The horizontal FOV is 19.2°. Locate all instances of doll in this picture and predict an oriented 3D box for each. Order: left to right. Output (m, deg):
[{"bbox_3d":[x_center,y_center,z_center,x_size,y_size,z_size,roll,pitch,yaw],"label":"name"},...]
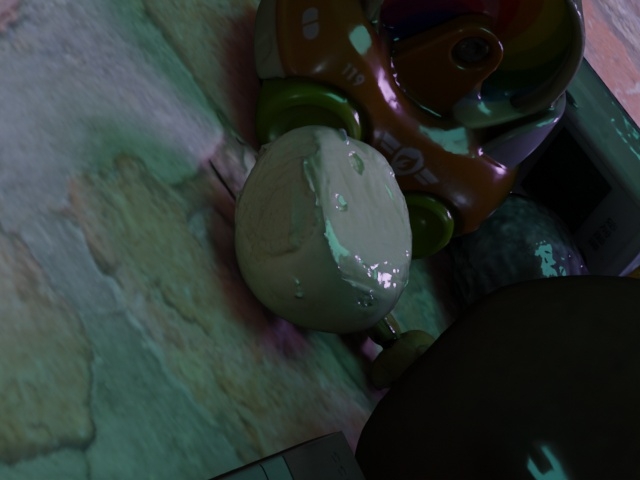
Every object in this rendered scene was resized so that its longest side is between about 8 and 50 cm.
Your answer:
[{"bbox_3d":[0.045,0.055,1.244,0.061,0.051,0.093,59,9,-82],"label":"doll"}]

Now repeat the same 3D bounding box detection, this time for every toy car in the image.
[{"bbox_3d":[0.084,-0.120,1.295,0.235,0.235,0.145,40,34,-31],"label":"toy car"}]

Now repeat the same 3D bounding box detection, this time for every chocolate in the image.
[{"bbox_3d":[0.155,0.072,1.351,0.110,0.110,0.248,30,40,-42],"label":"chocolate"}]

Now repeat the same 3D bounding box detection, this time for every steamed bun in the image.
[{"bbox_3d":[0.000,0.000,1.180,0.112,0.091,0.130,21,49,-42],"label":"steamed bun"}]

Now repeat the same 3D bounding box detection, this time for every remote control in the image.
[{"bbox_3d":[0.139,-0.124,1.418,0.050,0.145,0.344,-31,76,-24],"label":"remote control"}]

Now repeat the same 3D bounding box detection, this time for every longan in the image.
[{"bbox_3d":[0.162,0.162,1.092,0.297,0.297,0.297,38,35,-34],"label":"longan"}]

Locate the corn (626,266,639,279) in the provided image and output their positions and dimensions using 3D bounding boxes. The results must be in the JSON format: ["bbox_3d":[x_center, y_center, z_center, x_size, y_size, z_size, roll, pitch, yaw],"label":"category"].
[{"bbox_3d":[0.324,0.065,1.631,0.310,0.101,0.101,54,29,-5],"label":"corn"}]

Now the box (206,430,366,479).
[{"bbox_3d":[-0.023,0.223,0.944,0.215,0.086,0.215,-13,76,-60],"label":"box"}]
